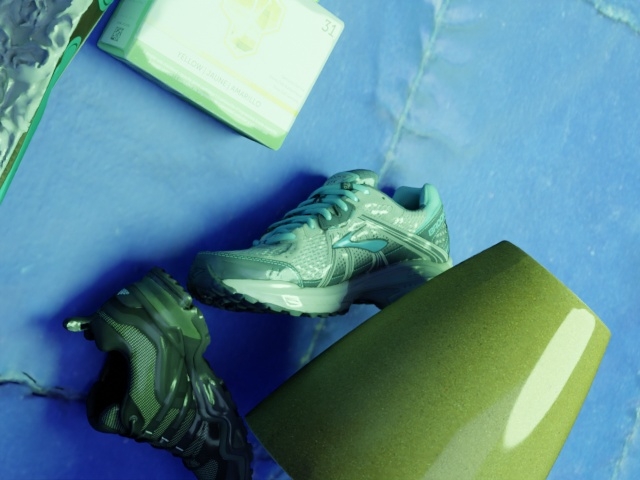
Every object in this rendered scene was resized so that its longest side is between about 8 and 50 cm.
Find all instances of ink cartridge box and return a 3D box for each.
[{"bbox_3d":[-0.051,-0.213,1.210,0.171,0.056,0.235,30,87,-39],"label":"ink cartridge box"}]

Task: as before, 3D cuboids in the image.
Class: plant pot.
[{"bbox_3d":[0.110,0.132,1.245,0.254,0.237,0.237,-47,128,0],"label":"plant pot"}]

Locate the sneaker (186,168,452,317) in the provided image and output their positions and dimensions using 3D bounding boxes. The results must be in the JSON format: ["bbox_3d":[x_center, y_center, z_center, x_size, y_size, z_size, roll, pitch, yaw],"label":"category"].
[{"bbox_3d":[0.000,0.000,1.302,0.283,0.110,0.122,-3,94,-45],"label":"sneaker"}]

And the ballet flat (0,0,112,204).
[{"bbox_3d":[-0.204,-0.177,1.058,0.147,0.147,0.408,36,81,-40],"label":"ballet flat"}]

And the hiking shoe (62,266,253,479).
[{"bbox_3d":[-0.134,0.135,1.251,0.114,0.086,0.226,-25,114,-14],"label":"hiking shoe"}]
